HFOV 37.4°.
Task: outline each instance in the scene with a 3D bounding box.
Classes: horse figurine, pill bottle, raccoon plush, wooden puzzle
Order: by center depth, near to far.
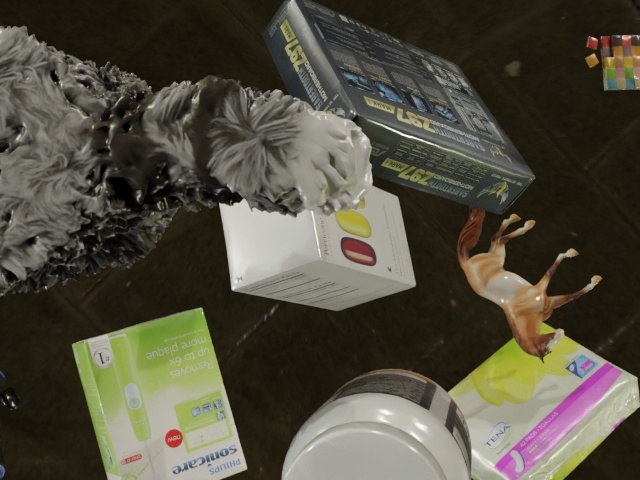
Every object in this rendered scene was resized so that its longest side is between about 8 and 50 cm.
[{"bbox_3d":[0.053,0.207,0.838,0.162,0.278,0.162,0,89,10],"label":"pill bottle"},{"bbox_3d":[-0.167,-0.036,0.849,0.447,0.299,0.216,16,90,11],"label":"raccoon plush"},{"bbox_3d":[0.278,-0.162,0.862,0.083,0.006,0.049,-6,91,-20],"label":"wooden puzzle"},{"bbox_3d":[0.306,0.055,1.487,0.174,0.066,0.263,-44,63,-8],"label":"horse figurine"}]

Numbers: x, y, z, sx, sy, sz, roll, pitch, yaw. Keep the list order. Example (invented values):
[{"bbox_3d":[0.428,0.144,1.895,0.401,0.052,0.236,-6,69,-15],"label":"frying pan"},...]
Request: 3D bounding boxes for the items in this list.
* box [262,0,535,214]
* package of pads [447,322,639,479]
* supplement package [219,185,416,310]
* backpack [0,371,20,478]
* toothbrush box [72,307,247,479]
[{"bbox_3d":[0.074,-0.126,0.895,0.233,0.183,0.059,12,128,-38],"label":"box"},{"bbox_3d":[0.346,0.284,1.582,0.297,0.229,0.101,-37,132,-19],"label":"package of pads"},{"bbox_3d":[0.000,0.000,1.222,0.134,0.244,0.139,-20,71,28],"label":"supplement package"},{"bbox_3d":[-0.424,0.167,0.780,0.264,0.276,0.213,-10,55,8],"label":"backpack"},{"bbox_3d":[-0.269,0.276,1.576,0.206,0.122,0.283,-14,89,-26],"label":"toothbrush box"}]
